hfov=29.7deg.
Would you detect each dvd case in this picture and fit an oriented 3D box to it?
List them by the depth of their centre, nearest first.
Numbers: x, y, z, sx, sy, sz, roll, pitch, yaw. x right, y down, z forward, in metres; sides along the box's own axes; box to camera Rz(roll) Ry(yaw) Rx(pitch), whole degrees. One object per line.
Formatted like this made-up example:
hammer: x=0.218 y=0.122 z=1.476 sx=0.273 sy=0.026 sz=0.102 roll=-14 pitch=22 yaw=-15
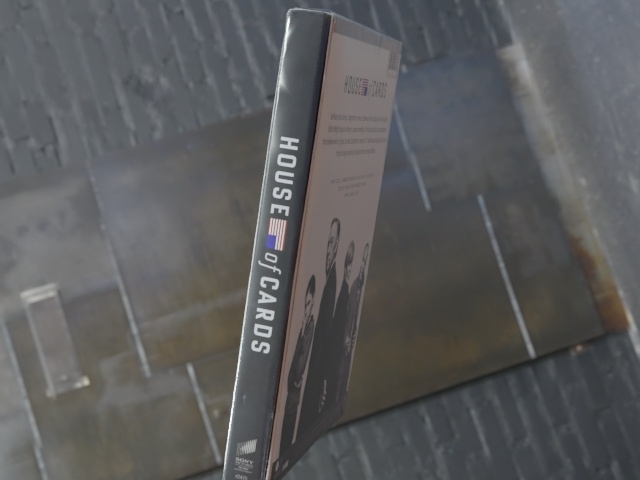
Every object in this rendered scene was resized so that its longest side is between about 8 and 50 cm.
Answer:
dvd case: x=0.000 y=0.000 z=0.668 sx=0.179 sy=0.029 sz=0.239 roll=-19 pitch=-63 yaw=-75
